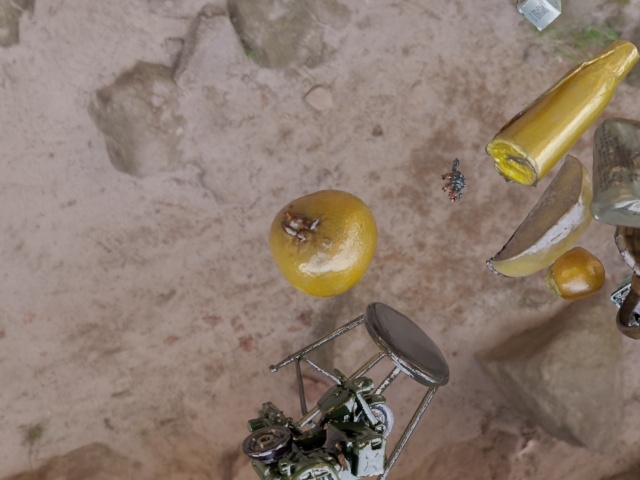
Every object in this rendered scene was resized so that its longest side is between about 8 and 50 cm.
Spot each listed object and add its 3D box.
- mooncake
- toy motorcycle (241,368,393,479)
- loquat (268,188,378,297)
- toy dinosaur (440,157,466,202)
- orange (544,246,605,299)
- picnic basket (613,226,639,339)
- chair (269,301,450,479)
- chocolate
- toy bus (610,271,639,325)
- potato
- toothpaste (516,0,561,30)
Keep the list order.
[{"bbox_3d":[0.359,-0.071,0.771,0.129,0.125,0.073,12,153,-4],"label":"mooncake"},{"bbox_3d":[0.011,0.298,1.059,0.275,0.205,0.127,-10,102,-22],"label":"toy motorcycle"},{"bbox_3d":[0.000,0.000,1.738,0.274,0.275,0.275,-18,134,-20],"label":"loquat"},{"bbox_3d":[0.327,-0.146,1.718,0.055,0.154,0.049,-26,128,35],"label":"toy dinosaur"},{"bbox_3d":[0.651,0.085,1.809,0.156,0.156,0.134,-1,83,-33],"label":"orange"},{"bbox_3d":[0.743,0.080,1.451,0.337,0.337,0.293,-22,173,-16],"label":"picnic basket"},{"bbox_3d":[0.123,0.413,2.011,0.364,0.362,0.410,35,107,-20],"label":"chair"},{"bbox_3d":[0.612,-0.331,1.749,0.445,0.162,0.162,-44,138,-9],"label":"chocolate"},{"bbox_3d":[0.847,0.173,1.698,0.133,0.271,0.165,-45,178,40],"label":"toy bus"},{"bbox_3d":[0.429,-0.020,1.248,0.120,0.100,0.261,39,83,-22],"label":"potato"},{"bbox_3d":[0.531,-0.631,1.708,0.081,0.337,0.067,35,133,-17],"label":"toothpaste"}]
